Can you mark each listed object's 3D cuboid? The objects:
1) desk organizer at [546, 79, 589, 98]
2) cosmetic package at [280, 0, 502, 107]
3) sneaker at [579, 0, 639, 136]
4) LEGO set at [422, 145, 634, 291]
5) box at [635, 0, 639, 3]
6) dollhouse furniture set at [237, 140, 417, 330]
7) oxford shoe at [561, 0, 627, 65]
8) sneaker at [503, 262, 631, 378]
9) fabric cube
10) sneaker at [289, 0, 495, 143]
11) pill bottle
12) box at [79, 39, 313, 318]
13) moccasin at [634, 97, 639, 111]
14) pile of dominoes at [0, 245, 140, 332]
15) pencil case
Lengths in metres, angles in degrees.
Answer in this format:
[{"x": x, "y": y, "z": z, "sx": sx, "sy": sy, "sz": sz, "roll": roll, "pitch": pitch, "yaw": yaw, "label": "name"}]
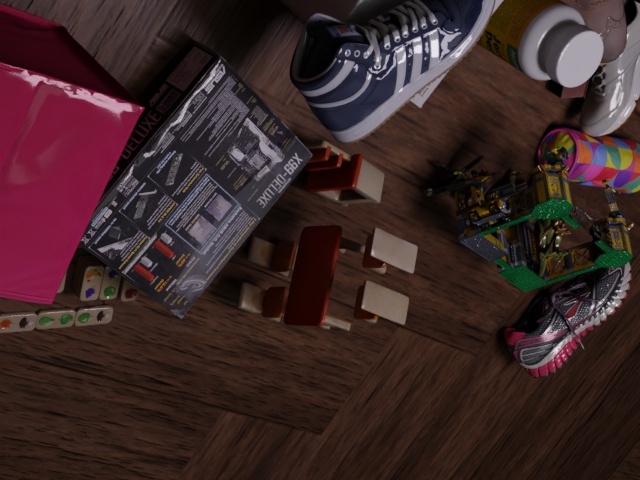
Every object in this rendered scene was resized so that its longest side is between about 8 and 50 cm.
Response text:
[{"x": 0.418, "y": -0.302, "z": 1.876, "sx": 0.050, "sy": 0.047, "sz": 0.130, "roll": -8, "pitch": 123, "yaw": -26, "label": "desk organizer"}, {"x": 0.152, "y": -0.400, "z": 1.526, "sx": 0.217, "sy": 0.156, "sz": 0.385, "roll": 25, "pitch": 104, "yaw": -43, "label": "cosmetic package"}, {"x": 0.485, "y": -0.305, "z": 1.902, "sx": 0.121, "sy": 0.099, "sz": 0.262, "roll": 16, "pitch": 103, "yaw": -35, "label": "sneaker"}, {"x": 0.355, "y": -0.068, "z": 1.875, "sx": 0.331, "sy": 0.192, "sz": 0.255, "roll": 24, "pitch": 142, "yaw": -39, "label": "LEGO set"}, {"x": 0.481, "y": -0.459, "z": 1.735, "sx": 0.077, "sy": 0.147, "sz": 0.180, "roll": -38, "pitch": 137, "yaw": -7, "label": "box"}, {"x": 0.000, "y": 0.000, "z": 1.663, "sx": 0.135, "sy": 0.262, "sz": 0.259, "roll": 24, "pitch": 71, "yaw": -42, "label": "dollhouse furniture set"}, {"x": 0.402, "y": -0.397, "z": 1.705, "sx": 0.130, "sy": 0.132, "sz": 0.364, "roll": -41, "pitch": 129, "yaw": -8, "label": "oxford shoe"}, {"x": 0.484, "y": 0.127, "z": 2.197, "sx": 0.112, "sy": 0.121, "sz": 0.299, "roll": 45, "pitch": 81, "yaw": -16, "label": "sneaker"}, {"x": -0.396, "y": -0.117, "z": 1.261, "sx": 0.259, "sy": 0.254, "sz": 0.258, "roll": 15, "pitch": 109, "yaw": -41, "label": "fabric cube"}, {"x": 0.085, "y": -0.258, "z": 1.409, "sx": 0.282, "sy": 0.099, "sz": 0.153, "roll": -44, "pitch": 136, "yaw": 6, "label": "sneaker"}, {"x": 0.315, "y": -0.307, "z": 1.678, "sx": 0.117, "sy": 0.208, "sz": 0.118, "roll": -20, "pitch": 131, "yaw": -25, "label": "pill bottle"}, {"x": -0.181, "y": -0.077, "z": 1.546, "sx": 0.307, "sy": 0.076, "sz": 0.242, "roll": -52, "pitch": 137, "yaw": -5, "label": "box"}, {"x": 0.718, "y": -0.315, "z": 2.022, "sx": 0.380, "sy": 0.139, "sz": 0.147, "roll": -23, "pitch": 133, "yaw": -21, "label": "moccasin"}, {"x": -0.364, "y": 0.049, "z": 1.559, "sx": 0.251, "sy": 0.040, "sz": 0.196, "roll": -3, "pitch": 123, "yaw": -35, "label": "pile of dominoes"}, {"x": 0.490, "y": -0.137, "z": 2.016, "sx": 0.236, "sy": 0.104, "sz": 0.104, "roll": 8, "pitch": 115, "yaw": -39, "label": "pencil case"}]
